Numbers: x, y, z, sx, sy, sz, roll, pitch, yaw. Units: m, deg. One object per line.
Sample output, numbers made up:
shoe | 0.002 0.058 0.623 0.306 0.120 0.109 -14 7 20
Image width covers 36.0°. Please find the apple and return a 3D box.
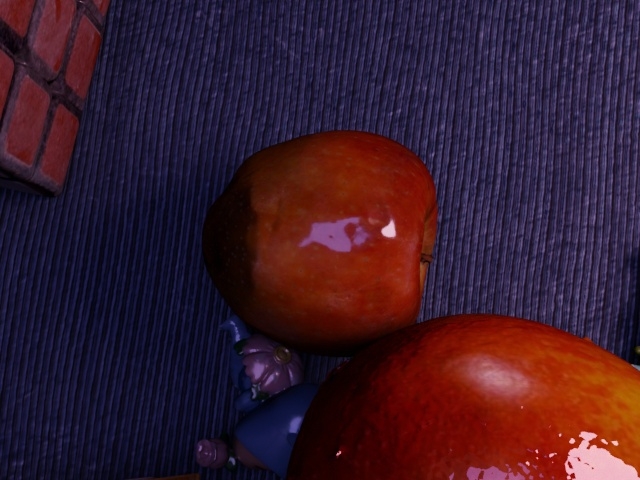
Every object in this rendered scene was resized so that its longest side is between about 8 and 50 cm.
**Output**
apple | 0.000 0.000 0.934 0.230 0.230 0.230 0 82 2

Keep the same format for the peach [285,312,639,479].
peach | 0.141 0.233 0.825 0.370 0.370 0.370 0 82 2

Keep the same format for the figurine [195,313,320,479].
figurine | -0.056 0.168 0.977 0.144 0.114 0.178 -37 69 13

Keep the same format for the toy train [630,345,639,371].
toy train | 0.369 0.080 0.983 0.104 0.071 0.178 12 84 15

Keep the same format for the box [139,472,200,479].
box | -0.228 0.315 0.879 0.274 0.076 0.174 -8 115 0

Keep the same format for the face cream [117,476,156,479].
face cream | -0.326 0.301 0.964 0.345 0.102 0.102 -7 81 1

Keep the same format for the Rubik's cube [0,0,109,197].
Rubik's cube | -0.395 -0.236 0.945 0.301 0.304 0.305 13 81 5
